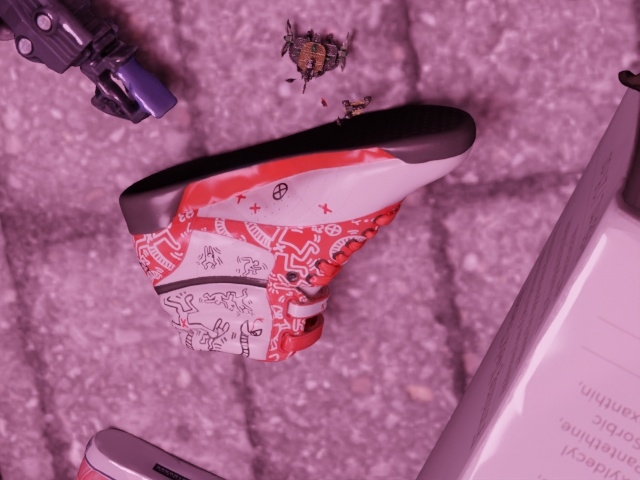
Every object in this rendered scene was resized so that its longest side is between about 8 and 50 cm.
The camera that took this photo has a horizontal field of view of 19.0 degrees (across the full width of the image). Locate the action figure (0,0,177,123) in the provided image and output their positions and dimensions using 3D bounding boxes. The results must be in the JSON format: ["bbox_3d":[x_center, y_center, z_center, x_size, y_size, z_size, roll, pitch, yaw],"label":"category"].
[{"bbox_3d":[-0.281,-0.149,1.322,0.341,0.178,0.330,40,123,0],"label":"action figure"}]

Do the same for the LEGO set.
[{"bbox_3d":[0.001,-0.119,1.342,0.054,0.023,0.083,-19,86,5],"label":"LEGO set"}]

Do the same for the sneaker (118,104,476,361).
[{"bbox_3d":[0.000,0.000,1.355,0.270,0.090,0.145,-13,107,20],"label":"sneaker"}]

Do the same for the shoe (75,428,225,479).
[{"bbox_3d":[-0.112,0.221,1.474,0.178,0.063,0.081,28,114,8],"label":"shoe"}]

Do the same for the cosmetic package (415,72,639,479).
[{"bbox_3d":[0.248,0.164,1.225,0.327,0.329,0.393,27,112,2],"label":"cosmetic package"}]

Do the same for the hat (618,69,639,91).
[{"bbox_3d":[0.353,-0.089,1.130,0.331,0.331,0.134,22,102,4],"label":"hat"}]
